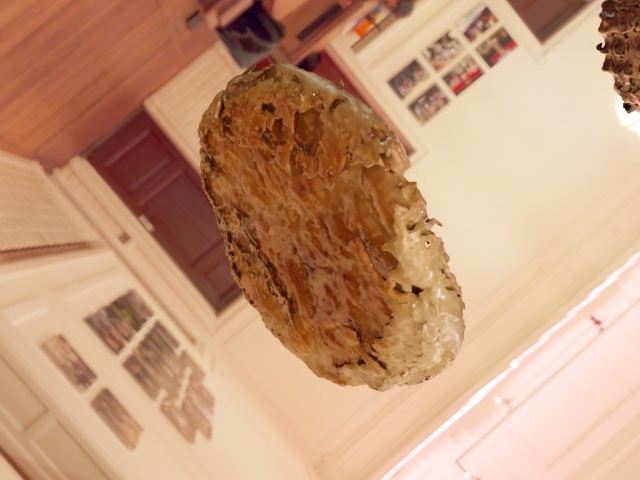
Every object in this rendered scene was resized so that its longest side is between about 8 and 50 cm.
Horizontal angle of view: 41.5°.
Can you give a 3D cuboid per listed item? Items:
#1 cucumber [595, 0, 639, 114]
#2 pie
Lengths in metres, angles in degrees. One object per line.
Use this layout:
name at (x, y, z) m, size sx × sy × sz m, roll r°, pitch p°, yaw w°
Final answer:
cucumber at (0.181, -0.090, 0.278) m, size 0.096 × 0.096 × 0.359 m, roll -39°, pitch -178°, yaw 7°
pie at (0.000, 0.000, 0.622) m, size 0.055 × 0.274 × 0.274 m, roll -30°, pitch 179°, yaw -29°
